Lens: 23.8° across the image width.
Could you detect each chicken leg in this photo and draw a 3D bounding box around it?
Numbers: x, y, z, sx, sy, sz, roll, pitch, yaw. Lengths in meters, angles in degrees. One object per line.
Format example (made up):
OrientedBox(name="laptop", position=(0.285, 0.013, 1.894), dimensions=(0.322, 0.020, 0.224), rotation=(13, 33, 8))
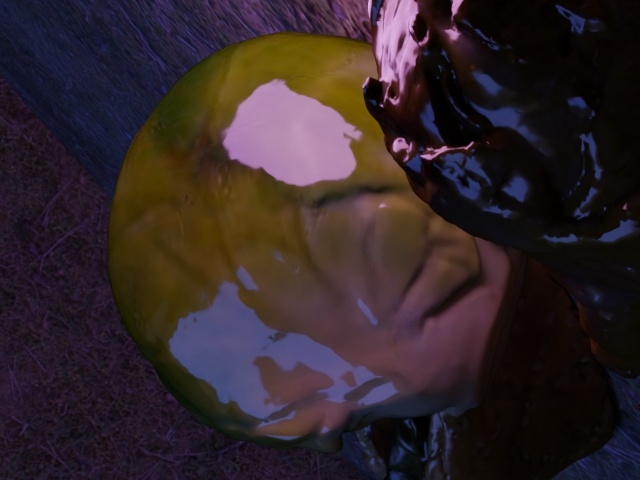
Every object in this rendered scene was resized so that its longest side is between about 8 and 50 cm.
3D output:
OrientedBox(name="chicken leg", position=(0.196, -0.006, 0.795), dimensions=(0.295, 0.182, 0.409), rotation=(11, 143, 38))

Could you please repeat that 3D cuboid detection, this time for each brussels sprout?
OrientedBox(name="brussels sprout", position=(0.000, 0.000, 1.166), dimensions=(0.344, 0.344, 0.268), rotation=(45, -157, 12))

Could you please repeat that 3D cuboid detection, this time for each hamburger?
OrientedBox(name="hamburger", position=(0.130, 0.145, 1.359), dimensions=(0.162, 0.209, 0.330), rotation=(36, 165, 42))
